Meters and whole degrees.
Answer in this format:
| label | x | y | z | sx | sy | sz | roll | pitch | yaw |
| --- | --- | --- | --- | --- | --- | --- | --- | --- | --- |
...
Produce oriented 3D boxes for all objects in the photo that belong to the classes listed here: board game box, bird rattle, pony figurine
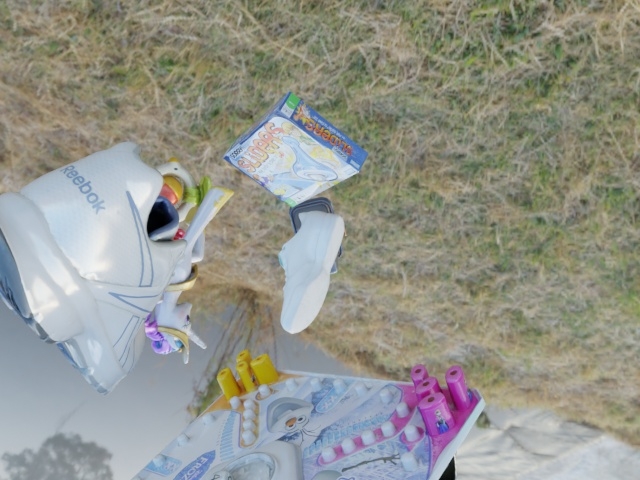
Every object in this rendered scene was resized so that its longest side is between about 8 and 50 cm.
| label | x | y | z | sx | sy | sz | roll | pitch | yaw |
| --- | --- | --- | --- | --- | --- | --- | --- | --- | --- |
| board game box | -0.083 | 0.253 | 0.663 | 0.390 | 0.390 | 0.050 | -6 | 114 | 45 |
| bird rattle | -0.403 | -0.103 | 1.696 | 0.207 | 0.253 | 0.143 | 58 | 164 | -26 |
| board game box | -0.042 | -0.120 | 0.895 | 0.136 | 0.035 | 0.201 | 35 | 154 | -18 |
| pony figurine | -0.347 | 0.044 | 1.223 | 0.351 | 0.363 | 0.303 | 16 | 169 | -40 |

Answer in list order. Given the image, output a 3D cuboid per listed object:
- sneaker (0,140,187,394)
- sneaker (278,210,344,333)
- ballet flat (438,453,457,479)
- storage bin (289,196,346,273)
| label | x | y | z | sx | sy | sz | roll | pitch | yaw |
| --- | --- | --- | --- | --- | --- | --- | --- | --- | --- |
| sneaker | -0.159 | 0.033 | 0.492 | 0.111 | 0.129 | 0.297 | 49 | 159 | 10 |
| sneaker | -0.035 | 0.049 | 1.043 | 0.094 | 0.212 | 0.080 | 12 | 158 | 23 |
| ballet flat | 0.187 | 0.359 | 1.014 | 0.084 | 0.058 | 0.250 | -2 | 125 | -2 |
| storage bin | 0.000 | 0.000 | 1.182 | 0.098 | 0.091 | 0.135 | -13 | 117 | 4 |
